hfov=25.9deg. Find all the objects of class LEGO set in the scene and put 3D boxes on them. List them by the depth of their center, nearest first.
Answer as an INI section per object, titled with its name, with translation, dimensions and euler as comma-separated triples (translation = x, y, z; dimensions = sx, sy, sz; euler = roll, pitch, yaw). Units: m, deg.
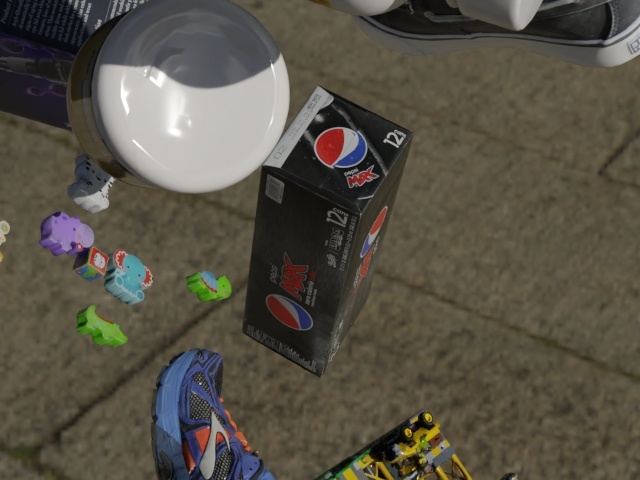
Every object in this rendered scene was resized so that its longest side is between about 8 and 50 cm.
[LEGO set]
translation = 0.041, 0.332, 1.420
dimensions = 0.192, 0.331, 0.255
euler = 55, 34, 6

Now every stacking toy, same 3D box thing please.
[stacking toy]
translation = -0.213, 0.015, 1.333
dimensions = 0.167, 0.221, 0.052
euler = -22, 43, 33

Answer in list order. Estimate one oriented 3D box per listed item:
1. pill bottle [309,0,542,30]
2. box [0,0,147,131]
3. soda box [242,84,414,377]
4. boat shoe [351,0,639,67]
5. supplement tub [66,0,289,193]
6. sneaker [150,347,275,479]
[pill bottle]
translation = -0.018, -0.239, 0.789
dimensions = 0.333, 0.188, 0.188
euler = 22, 35, 12
[box]
translation = -0.233, -0.184, 1.317
dimensions = 0.207, 0.153, 0.108
euler = 15, 65, -12
[soda box]
translation = 0.000, 0.000, 0.707
dimensions = 0.053, 0.169, 0.060
euler = 27, 59, 9
[boat shoe]
translation = 0.121, -0.206, 1.098
dimensions = 0.301, 0.102, 0.108
euler = 20, 75, 44
[supplement tub]
translation = -0.117, -0.110, 1.068
dimensions = 0.144, 0.144, 0.199
euler = -5, 5, -18
[sneaker]
translation = -0.075, 0.167, 0.992
dimensions = 0.087, 0.083, 0.221
euler = -3, 44, -2
